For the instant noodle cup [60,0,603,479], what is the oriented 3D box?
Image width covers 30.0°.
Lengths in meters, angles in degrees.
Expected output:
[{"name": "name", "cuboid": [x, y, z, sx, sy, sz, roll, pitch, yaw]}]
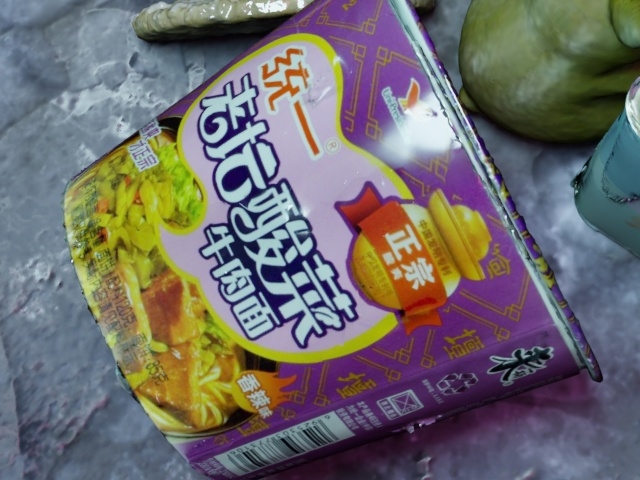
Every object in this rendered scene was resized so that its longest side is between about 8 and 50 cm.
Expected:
[{"name": "instant noodle cup", "cuboid": [0.000, 0.000, 0.827, 0.265, 0.340, 0.340, -27, 79, 9]}]

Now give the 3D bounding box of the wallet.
[{"name": "wallet", "cuboid": [0.268, -0.025, 0.828, 0.176, 0.250, 0.075, 33, 83, 9]}]

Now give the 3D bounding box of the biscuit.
[{"name": "biscuit", "cuboid": [-0.031, -0.182, 0.939, 0.249, 0.133, 0.032, -5, 97, 1]}]

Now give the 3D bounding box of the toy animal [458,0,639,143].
[{"name": "toy animal", "cuboid": [0.213, -0.178, 0.821, 0.180, 0.363, 0.181, -17, 82, -14]}]
